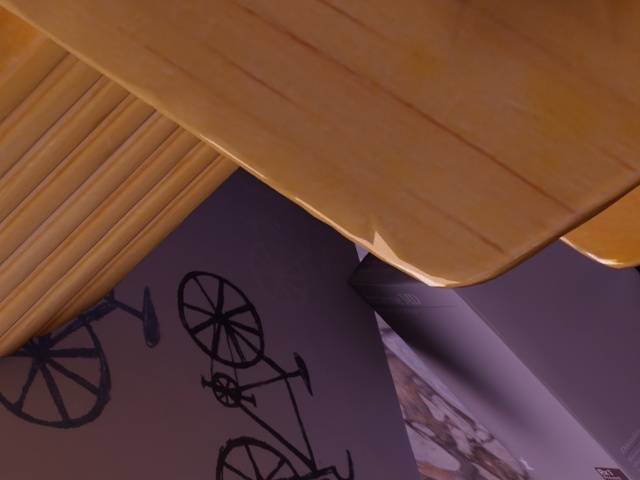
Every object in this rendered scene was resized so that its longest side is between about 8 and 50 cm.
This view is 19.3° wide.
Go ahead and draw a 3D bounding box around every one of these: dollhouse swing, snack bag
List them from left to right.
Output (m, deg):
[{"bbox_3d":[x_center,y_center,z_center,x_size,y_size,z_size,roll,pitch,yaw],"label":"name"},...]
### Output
[{"bbox_3d":[-0.089,0.037,1.045,0.342,0.323,0.037,14,136,-38],"label":"snack bag"},{"bbox_3d":[0.000,0.000,0.764,0.315,0.305,0.347,34,-171,14],"label":"dollhouse swing"}]

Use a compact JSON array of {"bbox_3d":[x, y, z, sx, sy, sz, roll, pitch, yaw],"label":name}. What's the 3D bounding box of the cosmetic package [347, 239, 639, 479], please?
[{"bbox_3d":[0.144,0.069,1.120,0.238,0.107,0.127,43,161,-16],"label":"cosmetic package"}]
